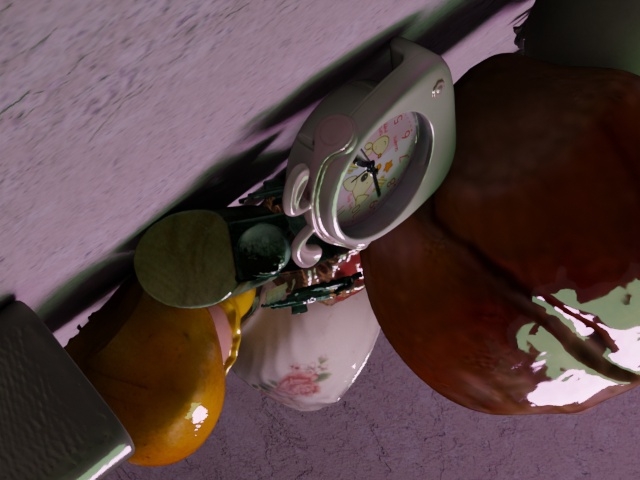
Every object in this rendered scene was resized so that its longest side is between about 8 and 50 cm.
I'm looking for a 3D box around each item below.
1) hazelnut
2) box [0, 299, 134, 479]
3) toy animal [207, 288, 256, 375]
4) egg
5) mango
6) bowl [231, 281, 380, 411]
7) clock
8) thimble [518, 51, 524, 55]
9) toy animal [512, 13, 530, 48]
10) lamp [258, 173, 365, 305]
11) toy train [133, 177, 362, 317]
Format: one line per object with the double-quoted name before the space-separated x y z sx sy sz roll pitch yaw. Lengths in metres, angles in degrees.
"hazelnut" 0.217 -0.003 1.277 0.372 0.372 0.315 -37 -178 18
"box" -0.347 0.233 1.072 0.344 0.177 0.352 -37 177 -19
"toy animal" -0.155 0.104 1.495 0.156 0.156 0.230 -37 -179 8
"egg" 0.318 -0.223 1.366 0.186 0.186 0.253 -35 176 -28
"mango" -0.162 0.135 1.249 0.187 0.138 0.257 -63 -156 7
"bowl" -0.048 0.074 1.668 0.145 0.277 0.277 21 139 -31
"clock" 0.034 -0.067 1.076 0.191 0.062 0.151 -41 146 -24
"thimble" 0.303 -0.177 1.993 0.148 0.196 0.229 -35 -151 42
"toy animal" 0.274 -0.266 1.590 0.065 0.047 0.136 -44 172 35
"lamp" 0.053 -0.040 1.488 0.274 0.177 0.177 -32 176 -26
"toy train" -0.064 0.020 1.229 0.189 0.126 0.307 -21 180 8
